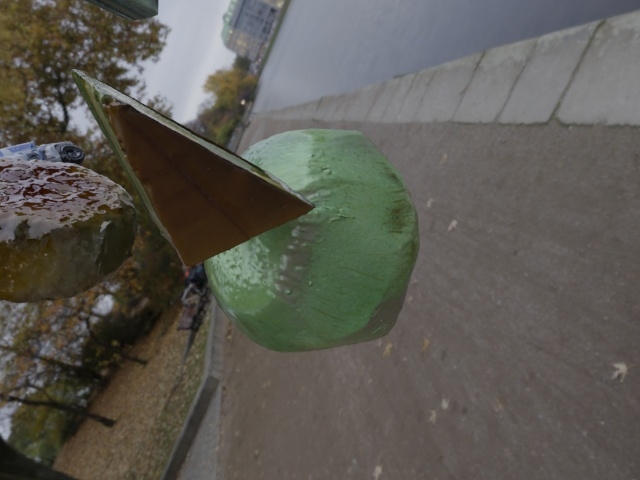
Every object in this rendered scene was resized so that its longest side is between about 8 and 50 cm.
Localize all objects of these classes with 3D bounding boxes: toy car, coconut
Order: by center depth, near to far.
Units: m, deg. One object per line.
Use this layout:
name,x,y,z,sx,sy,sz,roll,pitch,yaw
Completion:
coconut,0.000,0.000,0.811,0.281,0.328,0.328,-10,51,34
toy car,-0.419,-0.092,0.826,0.080,0.070,0.171,-53,-10,35

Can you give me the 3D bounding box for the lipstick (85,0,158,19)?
lipstick,-0.332,-0.380,0.797,0.290,0.078,0.076,-11,-77,-70

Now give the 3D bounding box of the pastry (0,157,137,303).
pastry,-0.276,-0.011,0.554,0.182,0.193,0.093,-128,46,-56

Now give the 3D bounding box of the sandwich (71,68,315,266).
sandwich,-0.112,-0.090,0.542,0.144,0.187,0.117,-32,39,-18
